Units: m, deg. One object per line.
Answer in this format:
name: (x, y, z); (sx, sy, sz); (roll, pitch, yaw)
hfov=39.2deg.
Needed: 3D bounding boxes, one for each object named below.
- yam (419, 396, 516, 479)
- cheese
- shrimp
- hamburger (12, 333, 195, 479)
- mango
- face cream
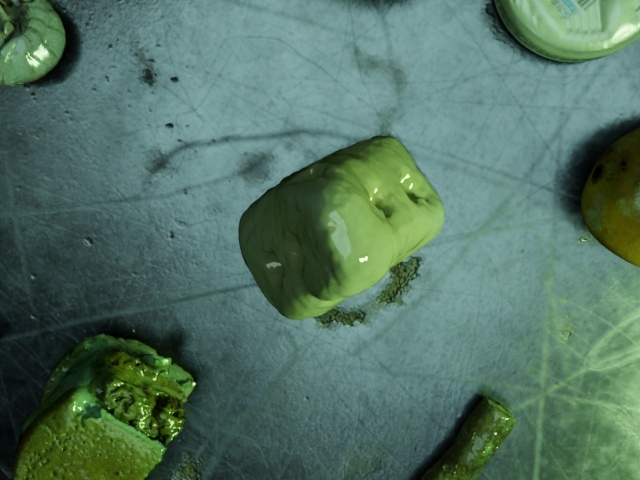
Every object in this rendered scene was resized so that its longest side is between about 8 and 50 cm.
yam: (0.167, 0.321, 1.199); (0.061, 0.061, 0.252); (34, 100, -1)
cheese: (-0.001, -0.001, 1.093); (0.248, 0.251, 0.173); (-34, 94, 24)
shrimp: (-0.485, -0.312, 1.132); (0.343, 0.116, 0.145); (26, 99, -6)
hamburger: (-0.297, 0.253, 1.171); (0.192, 0.167, 0.288); (37, 100, -2)
mango: (0.469, -0.059, 1.078); (0.317, 0.146, 0.192); (-5, 107, -6)
face cream: (0.309, -0.317, 1.069); (0.206, 0.111, 0.205); (1, 97, 5)
